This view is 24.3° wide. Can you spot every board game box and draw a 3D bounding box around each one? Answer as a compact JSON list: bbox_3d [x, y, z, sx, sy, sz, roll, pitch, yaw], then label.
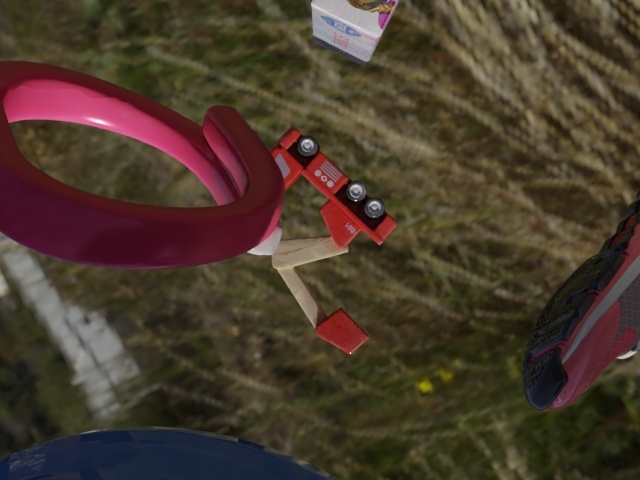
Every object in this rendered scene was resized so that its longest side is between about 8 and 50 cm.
[{"bbox_3d":[0.087,-0.320,1.322,0.066,0.319,0.318,26,-177,-1],"label":"board game box"}]

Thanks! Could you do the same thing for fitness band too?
[{"bbox_3d":[-0.139,-0.053,1.008,0.291,0.209,0.054,-126,46,-59],"label":"fitness band"}]

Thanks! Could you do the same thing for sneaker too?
[{"bbox_3d":[0.297,0.039,1.247,0.136,0.314,0.116,42,164,-1],"label":"sneaker"}]

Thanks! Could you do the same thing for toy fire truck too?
[{"bbox_3d":[0.000,0.000,1.418,0.192,0.135,0.047,43,-179,2],"label":"toy fire truck"}]

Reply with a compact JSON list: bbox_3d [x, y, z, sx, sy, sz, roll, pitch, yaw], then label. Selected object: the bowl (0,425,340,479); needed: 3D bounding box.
[{"bbox_3d":[-0.085,0.289,0.730,0.391,0.077,0.391,2,97,19],"label":"bowl"}]
